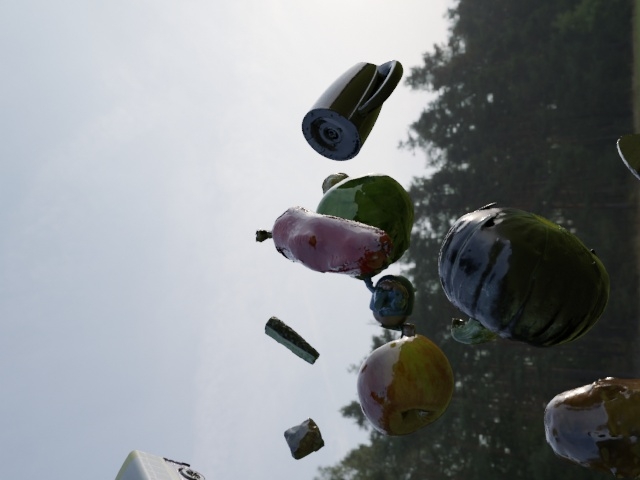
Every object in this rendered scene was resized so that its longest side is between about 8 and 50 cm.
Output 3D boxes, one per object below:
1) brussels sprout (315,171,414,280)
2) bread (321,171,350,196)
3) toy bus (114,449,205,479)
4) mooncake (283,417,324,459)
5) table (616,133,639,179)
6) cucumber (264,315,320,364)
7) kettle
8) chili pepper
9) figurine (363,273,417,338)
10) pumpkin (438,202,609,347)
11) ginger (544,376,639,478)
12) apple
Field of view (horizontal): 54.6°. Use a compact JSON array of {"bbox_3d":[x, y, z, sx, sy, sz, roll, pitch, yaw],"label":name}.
[{"bbox_3d":[0.100,-0.035,1.383,0.244,0.244,0.243,8,-99,-63],"label":"brussels sprout"},{"bbox_3d":[0.077,-0.157,2.174,0.152,0.130,0.268,51,-177,7],"label":"bread"},{"bbox_3d":[-0.432,0.761,1.691,0.249,0.440,0.209,29,-98,-26],"label":"toy bus"},{"bbox_3d":[-0.060,0.712,2.229,0.073,0.130,0.125,60,177,-35],"label":"mooncake"},{"bbox_3d":[0.832,-0.261,1.351,0.317,0.318,0.249,-62,-21,-45],"label":"table"},{"bbox_3d":[-0.089,0.334,2.093,0.062,0.211,0.078,-49,-21,-33],"label":"cucumber"},{"bbox_3d":[0.082,-0.315,1.394,0.144,0.202,0.232,42,-126,-19],"label":"kettle"},{"bbox_3d":[0.000,0.000,1.097,0.110,0.388,0.110,-5,-80,-30],"label":"chili pepper"},{"bbox_3d":[0.153,0.145,1.348,0.178,0.114,0.144,17,-112,-79],"label":"figurine"},{"bbox_3d":[0.340,0.087,1.098,0.296,0.296,0.295,8,-99,-63],"label":"pumpkin"},{"bbox_3d":[0.524,0.310,0.986,0.165,0.321,0.172,-34,-51,-52],"label":"ginger"},{"bbox_3d":[0.250,0.420,1.876,0.302,0.302,0.301,8,-99,-63],"label":"apple"}]
